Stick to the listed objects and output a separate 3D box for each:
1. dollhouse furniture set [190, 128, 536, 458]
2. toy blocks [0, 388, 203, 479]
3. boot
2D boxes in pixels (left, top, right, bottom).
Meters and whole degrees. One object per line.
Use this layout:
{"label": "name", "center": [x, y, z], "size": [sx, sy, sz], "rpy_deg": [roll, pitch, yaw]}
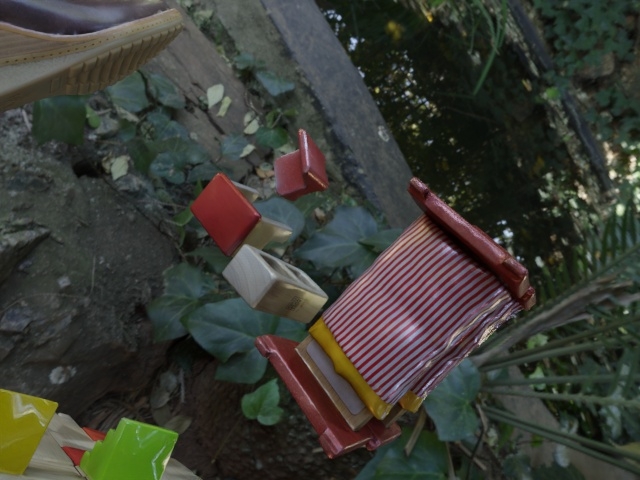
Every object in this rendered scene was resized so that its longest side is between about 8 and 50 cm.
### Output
{"label": "dollhouse furniture set", "center": [0.000, 0.000, 0.483], "size": [0.374, 0.201, 0.152], "rpy_deg": [46, 7, 32]}
{"label": "toy blocks", "center": [-0.263, 0.220, 0.413], "size": [0.381, 0.261, 0.191], "rpy_deg": [35, 67, -36]}
{"label": "boot", "center": [-0.242, -0.204, 0.334], "size": [0.248, 0.090, 0.207], "rpy_deg": [-41, 106, -38]}
